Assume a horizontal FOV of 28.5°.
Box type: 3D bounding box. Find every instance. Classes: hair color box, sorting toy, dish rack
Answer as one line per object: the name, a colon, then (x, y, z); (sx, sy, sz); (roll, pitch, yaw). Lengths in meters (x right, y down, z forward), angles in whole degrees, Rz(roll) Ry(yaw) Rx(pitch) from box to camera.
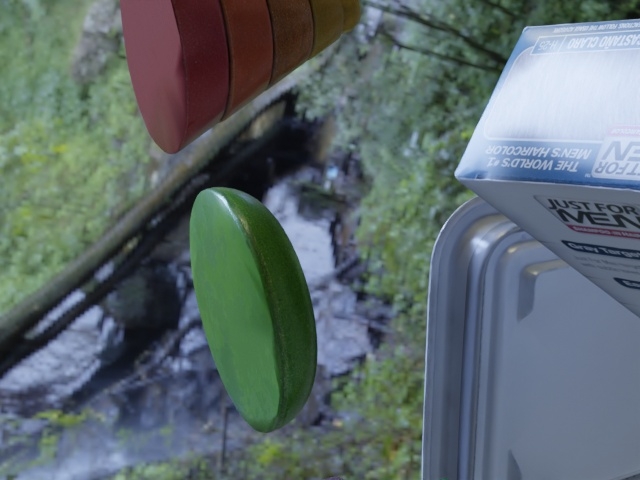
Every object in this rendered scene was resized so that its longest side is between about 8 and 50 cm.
hair color box: (0.260, 0.010, 0.710); (0.174, 0.347, 0.105); (9, 70, 55)
sorting toy: (0.000, 0.000, 0.661); (0.127, 0.126, 0.366); (142, 112, -67)
dish rack: (0.236, 0.094, 1.056); (0.072, 0.332, 0.286); (19, 113, 52)
